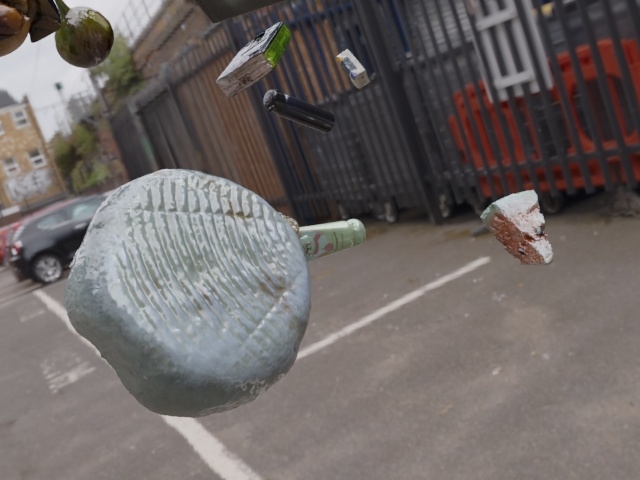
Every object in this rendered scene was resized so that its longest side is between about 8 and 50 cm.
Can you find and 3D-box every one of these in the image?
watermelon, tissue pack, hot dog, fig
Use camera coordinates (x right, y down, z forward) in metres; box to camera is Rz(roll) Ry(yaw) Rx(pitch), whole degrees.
[{"bbox_3d":[0.557,-0.021,2.186,0.154,0.241,0.094,-15,-31,-15],"label":"watermelon"},{"bbox_3d":[-0.179,-0.499,2.191,0.173,0.073,0.235,-27,24,28],"label":"tissue pack"},{"bbox_3d":[0.081,-0.422,1.958,0.042,0.083,0.062,-36,-24,4],"label":"tissue pack"},{"bbox_3d":[-0.648,-0.381,1.425,0.326,0.194,0.107,-23,29,3],"label":"hot dog"},{"bbox_3d":[-0.583,-0.524,1.857,0.149,0.245,0.149,-16,42,15],"label":"fig"}]

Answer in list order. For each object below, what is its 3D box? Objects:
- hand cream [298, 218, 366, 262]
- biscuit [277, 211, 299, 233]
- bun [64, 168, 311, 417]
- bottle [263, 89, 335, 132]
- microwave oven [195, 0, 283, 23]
[{"bbox_3d":[0.000,0.000,2.559,0.306,0.147,0.093,-14,25,-24],"label":"hand cream"},{"bbox_3d":[-0.140,-0.051,1.423,0.250,0.032,0.133,16,11,18],"label":"biscuit"},{"bbox_3d":[-0.175,0.071,1.096,0.355,0.354,0.194,-27,-11,-42],"label":"bun"},{"bbox_3d":[-0.067,-0.412,2.523,0.245,0.082,0.072,15,-31,-36],"label":"bottle"},{"bbox_3d":[-0.200,-0.916,2.391,0.375,0.236,0.431,-6,52,33],"label":"microwave oven"}]
